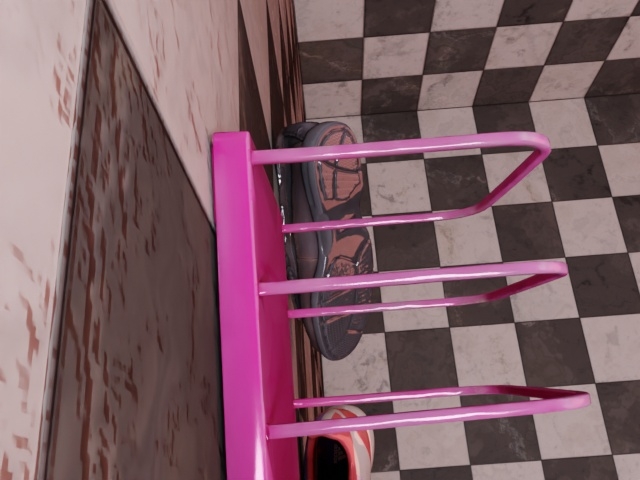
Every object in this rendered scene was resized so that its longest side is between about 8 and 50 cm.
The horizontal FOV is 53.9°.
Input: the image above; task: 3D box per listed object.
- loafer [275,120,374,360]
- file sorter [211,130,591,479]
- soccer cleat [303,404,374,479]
[{"bbox_3d":[0.000,0.000,0.787,0.095,0.109,0.303,16,-63,43],"label":"loafer"},{"bbox_3d":[0.048,0.100,0.380,0.202,0.182,0.291,85,1,-80],"label":"file sorter"},{"bbox_3d":[0.023,0.381,0.818,0.116,0.108,0.318,11,75,-68],"label":"soccer cleat"}]
